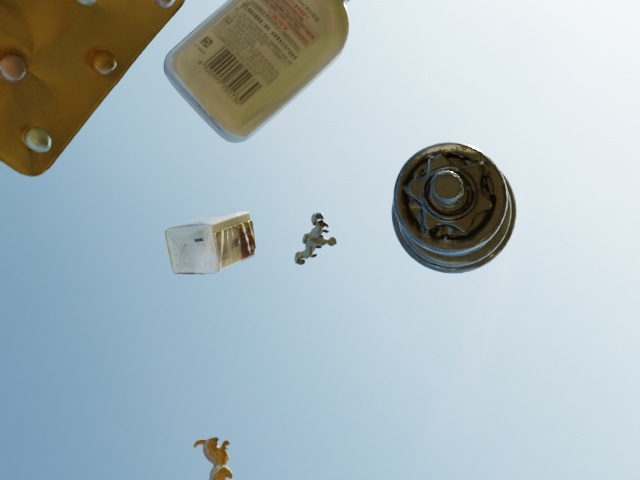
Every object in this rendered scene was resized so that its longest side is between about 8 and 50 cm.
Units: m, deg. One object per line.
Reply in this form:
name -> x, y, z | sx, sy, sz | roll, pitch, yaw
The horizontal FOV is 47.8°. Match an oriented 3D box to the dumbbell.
dumbbell -> 0.101, -0.028, 0.556 | 0.254, 0.110, 0.110 | 7, -108, -79

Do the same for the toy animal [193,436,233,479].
toy animal -> -0.192, 0.395, 1.283 | 0.081, 0.060, 0.083 | 17, -132, -7

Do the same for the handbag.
handbag -> -0.395, -0.307, 1.001 | 0.401, 0.133, 0.283 | -50, -49, -2

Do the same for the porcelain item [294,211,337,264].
porcelain item -> 0.000, 0.000, 1.494 | 0.075, 0.136, 0.021 | 7, -140, -22

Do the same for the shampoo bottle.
shampoo bottle -> -0.032, -0.193, 0.657 | 0.221, 0.051, 0.108 | -43, -94, -7

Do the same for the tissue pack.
tissue pack -> -0.204, 0.005, 1.366 | 0.148, 0.106, 0.099 | -27, -71, -64
